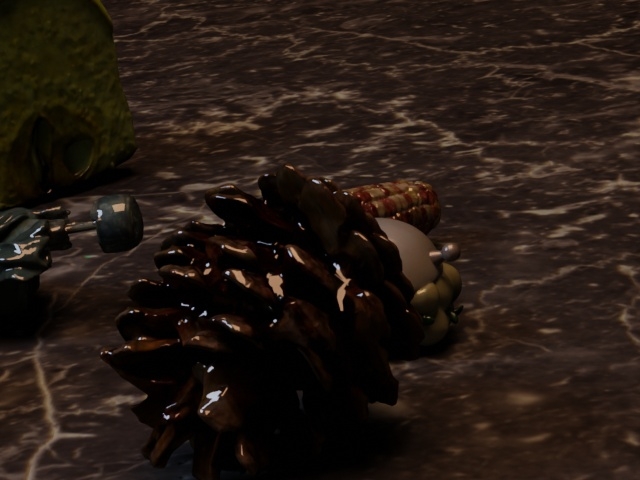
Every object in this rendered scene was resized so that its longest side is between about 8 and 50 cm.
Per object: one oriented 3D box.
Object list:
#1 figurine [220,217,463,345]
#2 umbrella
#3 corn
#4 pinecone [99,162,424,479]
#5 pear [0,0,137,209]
[{"bbox_3d":[0.011,0.030,1.405,0.197,0.093,0.147,2,23,20],"label":"figurine"},{"bbox_3d":[-0.312,0.022,1.528,0.349,0.094,0.143,-10,37,5],"label":"umbrella"},{"bbox_3d":[0.000,0.000,1.539,0.237,0.079,0.079,-16,21,-37],"label":"corn"},{"bbox_3d":[-0.038,0.053,1.216,0.205,0.184,0.179,-24,7,-24],"label":"pinecone"},{"bbox_3d":[-0.327,-0.162,1.840,0.238,0.255,0.164,-26,28,-35],"label":"pear"}]
